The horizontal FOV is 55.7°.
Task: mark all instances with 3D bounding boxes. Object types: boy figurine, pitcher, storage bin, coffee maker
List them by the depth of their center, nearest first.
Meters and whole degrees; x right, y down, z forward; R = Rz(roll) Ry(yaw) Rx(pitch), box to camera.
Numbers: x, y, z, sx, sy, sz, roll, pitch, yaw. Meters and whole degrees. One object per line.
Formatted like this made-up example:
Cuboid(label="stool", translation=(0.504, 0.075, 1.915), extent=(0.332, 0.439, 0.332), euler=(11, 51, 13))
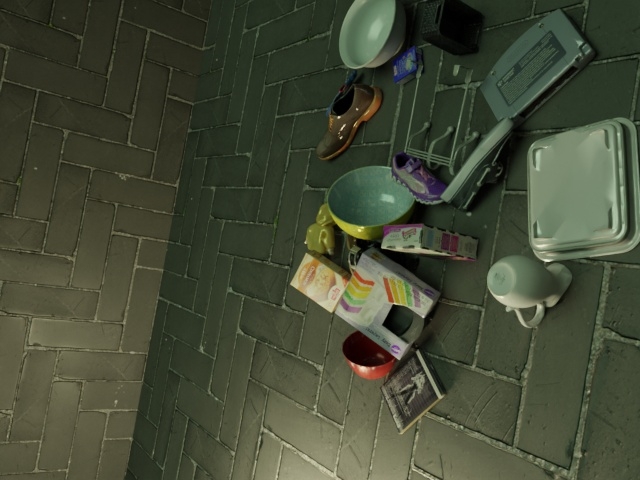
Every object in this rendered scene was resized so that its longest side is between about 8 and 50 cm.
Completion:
Cuboid(label="pitcher", translation=(0.495, 0.127, 1.470), extent=(0.125, 0.207, 0.177), euler=(31, 107, 53))
Cuboid(label="storage bin", translation=(0.397, -0.646, 1.831), extent=(0.084, 0.180, 0.122), euler=(12, 91, 55))
Cuboid(label="coffee maker", translation=(0.195, 0.069, 1.964), extent=(0.120, 0.171, 0.178), euler=(-70, 19, 2))
Cuboid(label="boy figurine", translation=(0.000, 0.000, 2.278), extent=(0.177, 0.092, 0.285), euler=(13, 91, 55))

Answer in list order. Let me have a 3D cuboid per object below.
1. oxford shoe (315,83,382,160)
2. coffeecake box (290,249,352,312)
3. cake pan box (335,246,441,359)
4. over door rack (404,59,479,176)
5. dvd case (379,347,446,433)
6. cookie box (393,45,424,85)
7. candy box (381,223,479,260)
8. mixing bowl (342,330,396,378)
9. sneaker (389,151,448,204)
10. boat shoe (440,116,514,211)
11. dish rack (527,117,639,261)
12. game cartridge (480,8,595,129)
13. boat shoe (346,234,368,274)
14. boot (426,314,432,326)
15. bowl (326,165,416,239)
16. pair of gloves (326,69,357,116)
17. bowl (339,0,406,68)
Cuboid(label="oxford shoe", translation=(0.070, -0.447, 2.264), extent=(0.363, 0.133, 0.129), euler=(-50, 45, 35))
Cuboid(label="coffeecake box", translation=(0.007, 0.144, 2.172), extent=(0.186, 0.068, 0.142), euler=(33, 112, 15))
Cuboid(label="cake pan box", translation=(0.200, 0.192, 1.819), extent=(0.267, 0.070, 0.245), euler=(36, 124, 19))
Cuboid(label="over door rack", translation=(0.366, -0.377, 1.840), extent=(0.239, 0.108, 0.324), euler=(28, 125, 53))
Cuboid(label="dvd case", translation=(0.276, 0.456, 1.841), extent=(0.221, 0.018, 0.164), euler=(-54, 42, 32))
Cuboid(label="cookie box", translation=(0.299, -0.595, 2.070), extent=(0.107, 0.040, 0.091), euler=(-21, 65, 49))
Cuboid(label="candy box", translation=(0.313, 0.006, 1.727), extent=(0.159, 0.234, 0.071), euler=(-1, 81, 53))
Cuboid(label="mixing bowl", translation=(0.163, 0.370, 1.916), extent=(0.181, 0.182, 0.098), euler=(41, 147, 50))
Cuboid(label="sneaker", translation=(0.300, -0.199, 1.869), extent=(0.236, 0.095, 0.104), euler=(40, 154, 37))
Cuboid(label="boat shoe", translation=(0.460, -0.204, 1.700), extent=(0.102, 0.108, 0.301), euler=(35, 121, 4))
Cuboid(label="dish rack", translation=(0.622, -0.126, 1.483), extent=(0.286, 0.072, 0.332), euler=(-13, 70, 53))
Cuboid(label="game cartridge", translation=(0.577, -0.466, 1.649), extent=(0.297, 0.062, 0.198), euler=(-45, 44, 38))
Cuboid(label="boat shoe", translation=(0.138, 0.045, 2.092), extent=(0.073, 0.073, 0.206), euler=(-41, 51, 43))
Cuboid(label="boot", translation=(0.234, 0.240, 1.909), extent=(0.246, 0.084, 0.161), euler=(-43, 55, 41))
Cuboid(label="bowl", translation=(0.174, -0.095, 1.981), extent=(0.156, 0.290, 0.289), euler=(75, 168, -45))
Cuboid(label="pair of gloves", translation=(0.081, -0.559, 2.297), extent=(0.198, 0.023, 0.159), euler=(-58, 5, -36))
Cuboid(label="bowl", translation=(0.209, -0.738, 2.153), extent=(0.298, 0.134, 0.297), euler=(-20, 65, 50))
